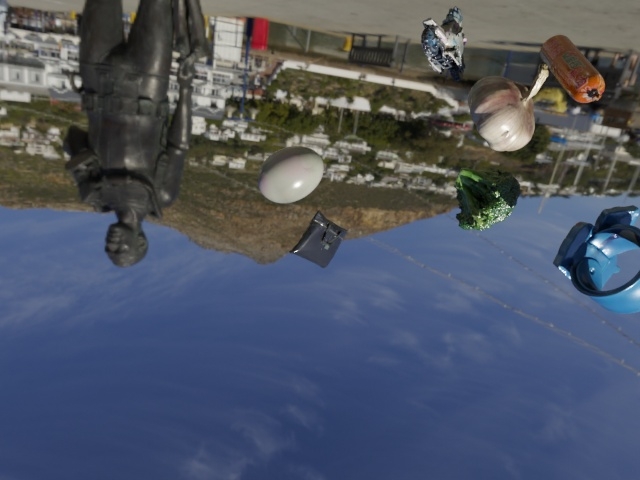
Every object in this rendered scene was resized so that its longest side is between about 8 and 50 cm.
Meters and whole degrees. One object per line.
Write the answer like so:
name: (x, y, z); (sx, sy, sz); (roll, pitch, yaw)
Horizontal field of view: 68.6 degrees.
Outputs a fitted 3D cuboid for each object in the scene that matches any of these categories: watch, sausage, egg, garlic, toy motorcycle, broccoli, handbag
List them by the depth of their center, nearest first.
egg: (-0.058, -0.128, 0.911); (0.135, 0.103, 0.103); (-26, -164, 10)
sausage: (0.729, -0.487, 1.352); (0.093, 0.093, 0.312); (8, -135, -7)
garlic: (0.561, -0.403, 1.363); (0.245, 0.253, 0.245); (20, -130, -25)
toy motorcycle: (0.367, -0.603, 1.380); (0.108, 0.203, 0.239); (5, 175, 26)
watch: (0.899, 0.052, 1.393); (0.242, 0.305, 0.274); (28, -167, -21)
broccoli: (0.598, -0.163, 1.735); (0.245, 0.265, 0.294); (36, 159, 8)
handbag: (0.000, 0.000, 1.991); (0.089, 0.211, 0.254); (38, -175, 38)
